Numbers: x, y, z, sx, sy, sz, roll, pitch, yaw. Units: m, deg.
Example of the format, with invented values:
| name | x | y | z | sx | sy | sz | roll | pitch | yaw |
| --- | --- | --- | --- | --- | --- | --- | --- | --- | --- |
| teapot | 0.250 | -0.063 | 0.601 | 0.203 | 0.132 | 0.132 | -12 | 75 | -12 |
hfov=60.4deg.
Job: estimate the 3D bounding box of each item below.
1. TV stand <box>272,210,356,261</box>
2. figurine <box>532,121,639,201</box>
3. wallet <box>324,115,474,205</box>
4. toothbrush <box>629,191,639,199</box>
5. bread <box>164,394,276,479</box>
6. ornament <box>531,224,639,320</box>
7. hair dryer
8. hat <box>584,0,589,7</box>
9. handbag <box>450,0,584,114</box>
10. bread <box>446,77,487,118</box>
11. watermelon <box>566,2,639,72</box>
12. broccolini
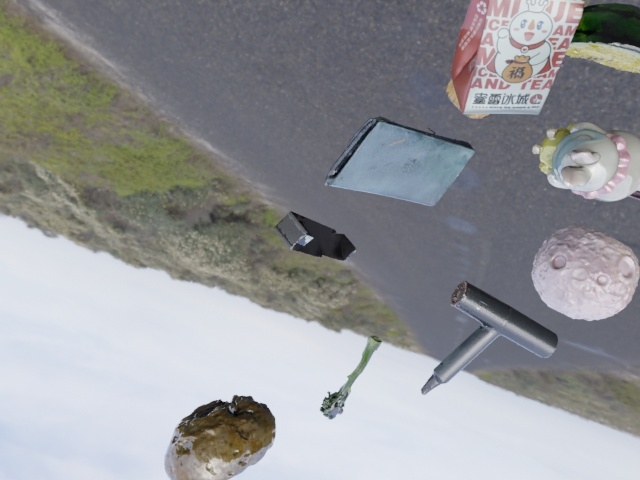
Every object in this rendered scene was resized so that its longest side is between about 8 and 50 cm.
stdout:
| name | x | y | z | sx | sy | sz | roll | pitch | yaw |
| --- | --- | --- | --- | --- | --- | --- | --- | --- | --- |
| TV stand | 0.000 | 0.000 | 0.960 | 0.049 | 0.040 | 0.256 | 51 | -168 | 20 |
| figurine | 0.433 | -0.136 | 0.907 | 0.236 | 0.127 | 0.155 | 1 | -137 | -39 |
| wallet | 0.194 | -0.174 | 1.262 | 0.379 | 0.190 | 0.046 | 5 | -138 | -43 |
| toothbrush | 0.820 | -0.121 | 1.401 | 0.041 | 0.040 | 0.364 | 26 | -174 | -35 |
| bread | -0.202 | 0.388 | 1.088 | 0.122 | 0.230 | 0.230 | 66 | 170 | -1 |
| ornament | 0.680 | 0.090 | 1.431 | 0.260 | 0.225 | 0.259 | 27 | -176 | -2 |
| hair dryer | 0.248 | 0.184 | 0.868 | 0.173 | 0.194 | 0.050 | 29 | -166 | -4 |
| hat | 0.566 | -0.559 | 1.237 | 0.167 | 0.173 | 0.144 | -7 | -165 | 4 |
| handbag | 0.350 | -0.380 | 0.994 | 0.171 | 0.151 | 0.298 | 0 | 143 | -2 |
| bread | 0.563 | -0.545 | 2.002 | 0.199 | 0.199 | 0.104 | 22 | 148 | -7 |
| watermelon | 0.645 | -0.429 | 1.195 | 0.301 | 0.123 | 0.129 | 12 | 162 | -9 |
| broccolini | 0.061 | 0.295 | 1.197 | 0.058 | 0.254 | 0.071 | 24 | -152 | 2 |
